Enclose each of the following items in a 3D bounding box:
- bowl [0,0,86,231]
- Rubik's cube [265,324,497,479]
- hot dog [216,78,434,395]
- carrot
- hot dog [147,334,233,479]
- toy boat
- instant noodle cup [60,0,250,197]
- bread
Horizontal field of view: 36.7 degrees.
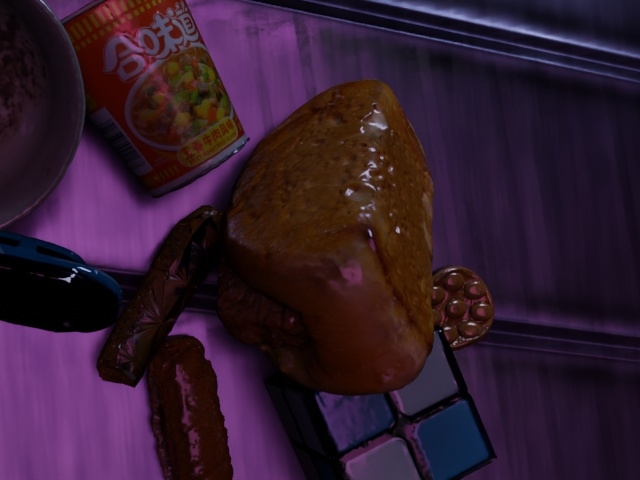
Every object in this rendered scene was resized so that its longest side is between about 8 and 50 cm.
[{"bbox_3d":[-0.388,-0.147,0.948,0.289,0.146,0.289,-6,108,-19],"label":"bowl"},{"bbox_3d":[0.063,0.203,1.105,0.183,0.180,0.167,-26,95,-18],"label":"Rubik's cube"},{"bbox_3d":[0.000,-0.001,1.047,0.223,0.405,0.185,-21,121,21],"label":"hot dog"},{"bbox_3d":[-0.175,0.060,1.087,0.069,0.069,0.228,34,67,-12],"label":"carrot"},{"bbox_3d":[-0.140,0.250,1.101,0.083,0.068,0.288,-12,88,-23],"label":"hot dog"},{"bbox_3d":[-0.359,0.019,1.032,0.299,0.134,0.092,13,54,-17],"label":"toy boat"},{"bbox_3d":[-0.184,-0.169,1.065,0.193,0.193,0.212,-35,104,-16],"label":"instant noodle cup"},{"bbox_3d":[0.170,0.087,1.224,0.110,0.024,0.110,1,85,-16],"label":"bread"}]
